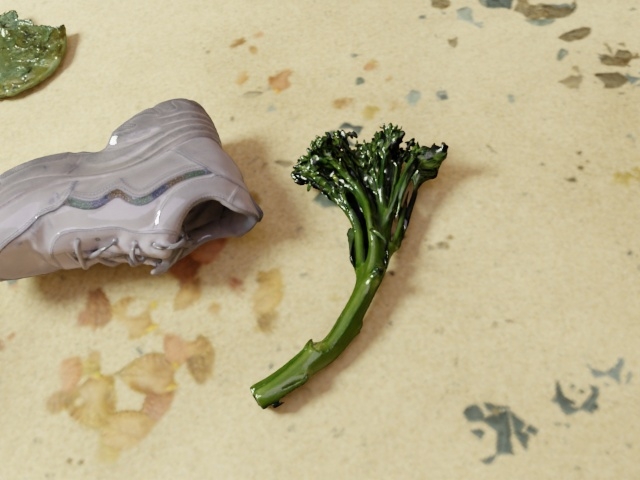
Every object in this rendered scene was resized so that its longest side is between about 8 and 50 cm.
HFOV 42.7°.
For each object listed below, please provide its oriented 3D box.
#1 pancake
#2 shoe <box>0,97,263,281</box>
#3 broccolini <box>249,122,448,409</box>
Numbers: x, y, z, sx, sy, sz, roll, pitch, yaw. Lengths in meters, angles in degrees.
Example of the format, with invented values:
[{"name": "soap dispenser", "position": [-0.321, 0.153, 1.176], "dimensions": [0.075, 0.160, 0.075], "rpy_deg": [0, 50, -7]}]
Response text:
[{"name": "pancake", "position": [-0.331, -0.192, 0.846], "dimensions": [0.129, 0.022, 0.116], "rpy_deg": [20, 65, 18]}, {"name": "shoe", "position": [-0.169, -0.015, 0.672], "dimensions": [0.245, 0.095, 0.137], "rpy_deg": [-30, 56, -20]}, {"name": "broccolini", "position": [-0.003, 0.007, 0.667], "dimensions": [0.123, 0.062, 0.271], "rpy_deg": [17, 63, 28]}]
